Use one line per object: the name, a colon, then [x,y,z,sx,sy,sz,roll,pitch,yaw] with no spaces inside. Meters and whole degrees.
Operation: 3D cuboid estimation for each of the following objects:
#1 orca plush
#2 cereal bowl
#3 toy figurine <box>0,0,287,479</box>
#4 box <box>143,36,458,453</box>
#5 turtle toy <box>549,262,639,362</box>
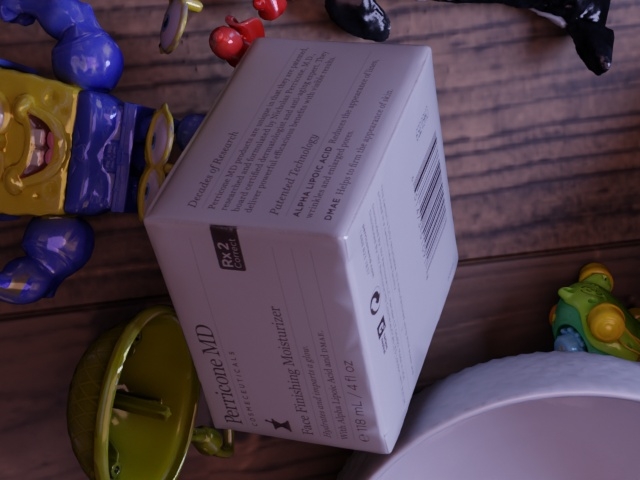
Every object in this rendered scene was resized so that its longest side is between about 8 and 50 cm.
orca plush: [0.083,-0.194,0.813,0.287,0.102,0.151,32,86,-13]
cereal bowl: [0.157,0.223,0.857,0.339,0.141,0.339,-1,109,-2]
toy figurine: [-0.161,-0.030,0.807,0.217,0.191,0.362,9,95,17]
box: [0.000,0.000,0.749,0.119,0.182,0.181,5,134,20]
turtle toy: [0.212,0.083,0.896,0.066,0.095,0.130,-40,103,19]
